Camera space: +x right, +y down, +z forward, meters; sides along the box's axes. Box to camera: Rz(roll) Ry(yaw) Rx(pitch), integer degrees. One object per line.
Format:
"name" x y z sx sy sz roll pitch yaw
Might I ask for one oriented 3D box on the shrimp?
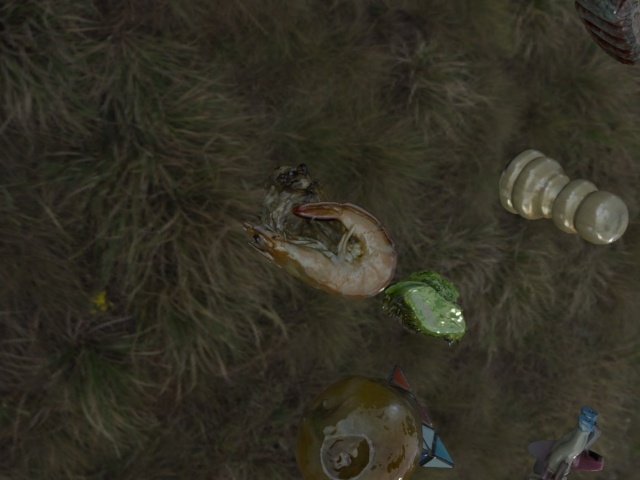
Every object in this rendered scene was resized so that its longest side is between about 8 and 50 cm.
"shrimp" -0.001 0.000 1.086 0.053 0.236 0.133 -16 126 -74

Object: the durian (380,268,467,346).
"durian" 0.187 0.119 1.365 0.132 0.106 0.375 -41 149 9

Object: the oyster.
"oyster" -0.008 -0.029 1.511 0.204 0.396 0.111 32 114 -24

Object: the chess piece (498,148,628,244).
"chess piece" 0.497 -0.079 1.523 0.143 0.261 0.143 -17 123 -28

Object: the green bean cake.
"green bean cake" 0.405 -0.344 0.897 0.233 0.097 0.198 -52 153 16

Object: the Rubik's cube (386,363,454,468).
"Rubik's cube" 0.130 0.451 1.773 0.250 0.284 0.234 -27 160 7

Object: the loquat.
"loquat" 0.056 0.277 1.068 0.227 0.179 0.179 -4 102 -76

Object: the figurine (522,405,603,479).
"figurine" 0.416 0.414 1.299 0.205 0.103 0.260 -53 165 -67
